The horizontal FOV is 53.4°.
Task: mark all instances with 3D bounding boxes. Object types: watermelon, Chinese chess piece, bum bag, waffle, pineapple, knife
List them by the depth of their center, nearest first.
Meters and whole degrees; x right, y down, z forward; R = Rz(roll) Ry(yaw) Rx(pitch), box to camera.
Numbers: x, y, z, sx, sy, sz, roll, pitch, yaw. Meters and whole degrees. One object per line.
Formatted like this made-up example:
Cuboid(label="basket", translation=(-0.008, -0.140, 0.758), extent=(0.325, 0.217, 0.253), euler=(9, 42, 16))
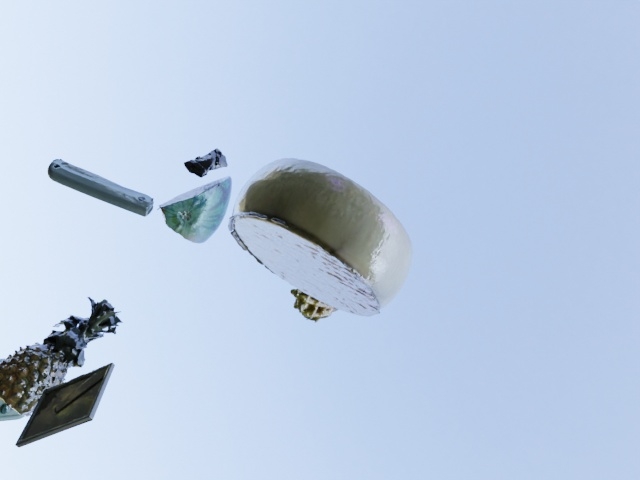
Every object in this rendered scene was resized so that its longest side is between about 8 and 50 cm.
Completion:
Cuboid(label="Chinese chess piece", translation=(0.000, 0.000, 0.921), extent=(0.270, 0.270, 0.112), euler=(19, -113, 36))
Cuboid(label="knife", translation=(-0.319, -0.078, 0.928), extent=(0.162, 0.044, 0.023), euler=(22, -53, 0))
Cuboid(label="pineapple", translation=(-0.472, 0.198, 1.150), extent=(0.125, 0.251, 0.125), euler=(32, -32, 23))
Cuboid(label="waffle", translation=(0.024, 0.087, 1.291), extent=(0.051, 0.194, 0.149), euler=(35, -46, 43))
Cuboid(label="watermelon", translation=(-0.260, -0.081, 1.469), extent=(0.146, 0.231, 0.128), euler=(-36, -82, 11))
Cuboid(label="bum bag", translation=(-0.273, -0.186, 1.539), extent=(0.058, 0.124, 0.034), euler=(50, -44, 7))

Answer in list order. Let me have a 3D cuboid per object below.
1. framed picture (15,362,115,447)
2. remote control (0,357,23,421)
Cuboid(label="framed picture", translation=(-0.390, 0.251, 0.977), extent=(0.149, 0.109, 0.011), euler=(-23, -58, 18))
Cuboid(label="remote control", translation=(-0.720, 0.285, 1.195), extent=(0.065, 0.335, 0.128), euler=(28, -73, 49))
